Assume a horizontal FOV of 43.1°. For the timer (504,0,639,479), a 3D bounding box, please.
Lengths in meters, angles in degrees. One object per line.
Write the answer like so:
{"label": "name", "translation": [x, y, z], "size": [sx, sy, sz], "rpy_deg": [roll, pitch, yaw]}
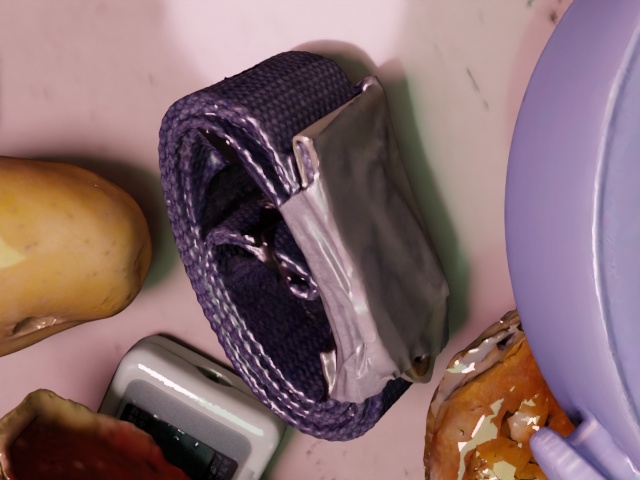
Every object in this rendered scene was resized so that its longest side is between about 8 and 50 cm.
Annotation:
{"label": "timer", "translation": [0.263, 0.005, 0.360], "size": [0.395, 0.173, 0.395], "rpy_deg": [-1, 96, -6]}

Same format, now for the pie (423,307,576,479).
{"label": "pie", "translation": [0.199, 0.143, 0.497], "size": [0.308, 0.085, 0.308], "rpy_deg": [0, 97, -2]}

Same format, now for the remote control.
{"label": "remote control", "translation": [-0.144, 0.220, 0.652], "size": [0.140, 0.056, 0.296], "rpy_deg": [29, 112, 4]}

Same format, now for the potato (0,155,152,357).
{"label": "potato", "translation": [-0.230, 0.012, 0.549], "size": [0.234, 0.150, 0.146], "rpy_deg": [-19, 100, 11]}

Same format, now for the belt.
{"label": "belt", "translation": [0.000, 0.000, 0.508], "size": [0.140, 0.126, 0.230], "rpy_deg": [-8, 109, 40]}

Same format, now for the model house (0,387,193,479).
{"label": "model house", "translation": [-0.179, 0.234, 0.552], "size": [0.254, 0.160, 0.196], "rpy_deg": [44, 113, -1]}
